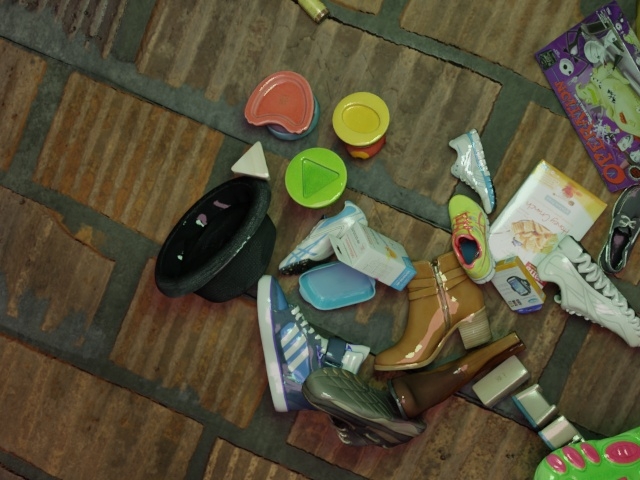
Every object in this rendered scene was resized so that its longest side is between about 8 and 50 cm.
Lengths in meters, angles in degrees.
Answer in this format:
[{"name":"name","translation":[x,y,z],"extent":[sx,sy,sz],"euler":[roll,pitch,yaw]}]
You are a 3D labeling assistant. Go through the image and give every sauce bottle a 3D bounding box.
[{"name":"sauce bottle","translation":[-0.033,-0.546,1.538],"extent":[0.042,0.042,0.128],"euler":[-41,90,8]}]

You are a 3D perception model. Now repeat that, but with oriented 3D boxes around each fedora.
[{"name":"fedora","translation":[-0.208,0.018,1.528],"extent":[0.334,0.334,0.152],"euler":[-36,125,8]}]

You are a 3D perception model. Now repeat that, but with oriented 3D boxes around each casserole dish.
[{"name":"casserole dish","translation":[0.040,0.094,1.546],"extent":[0.188,0.037,0.114],"euler":[-17,117,27]}]

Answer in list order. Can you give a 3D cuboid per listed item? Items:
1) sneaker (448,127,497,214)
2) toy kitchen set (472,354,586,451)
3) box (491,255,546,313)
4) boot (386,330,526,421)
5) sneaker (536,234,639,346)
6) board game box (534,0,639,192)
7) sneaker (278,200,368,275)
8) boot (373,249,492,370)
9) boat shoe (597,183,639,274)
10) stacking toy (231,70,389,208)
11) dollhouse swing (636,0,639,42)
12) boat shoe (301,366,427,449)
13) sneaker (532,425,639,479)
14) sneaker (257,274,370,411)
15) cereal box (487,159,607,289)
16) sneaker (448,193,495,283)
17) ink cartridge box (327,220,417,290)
[{"name":"sneaker","translation":[0.334,-0.144,1.513],"extent":[0.082,0.071,0.191],"euler":[-18,83,15]},{"name":"toy kitchen set","translation":[0.467,0.391,1.532],"extent":[0.122,0.166,0.207],"euler":[-39,52,8]},{"name":"box","translation":[0.429,0.100,1.498],"extent":[0.081,0.028,0.136],"euler":[-22,114,45]},{"name":"boot","translation":[0.295,0.279,1.435],"extent":[0.280,0.264,0.096],"euler":[-31,65,18]},{"name":"sneaker","translation":[0.579,0.125,1.467],"extent":[0.118,0.110,0.292],"euler":[-40,98,15]},{"name":"board game box","translation":[0.597,-0.283,1.399],"extent":[0.056,0.208,0.347],"euler":[-29,90,-21]},{"name":"sneaker","translation":[0.000,0.000,1.562],"extent":[0.237,0.085,0.086],"euler":[-36,62,12]},{"name":"boot","translation":[0.222,0.157,1.521],"extent":[0.283,0.109,0.220],"euler":[-21,90,8]},{"name":"boat shoe","translation":[0.660,-0.023,1.473],"extent":[0.075,0.065,0.206],"euler":[20,96,6]},{"name":"stacking toy","translation":[-0.022,-0.206,1.509],"extent":[0.308,0.130,0.280],"euler":[23,81,15]},{"name":"dollhouse swing","translation":[0.820,-0.434,1.289],"extent":[0.346,0.315,0.305],"euler":[6,51,7]},{"name":"boat shoe","translation":[0.085,0.383,1.469],"extent":[0.355,0.132,0.130],"euler":[31,106,-36]},{"name":"sneaker","translation":[0.671,0.501,1.472],"extent":[0.482,0.202,0.185],"euler":[-2,59,-6]},{"name":"sneaker","translation":[-0.011,0.223,1.559],"extent":[0.236,0.130,0.323],"euler":[-9,89,-1]},{"name":"cereal box","translation":[0.480,-0.032,1.505],"extent":[0.173,0.047,0.240],"euler":[35,98,4]},{"name":"sneaker","translation":[0.318,-0.015,1.475],"extent":[0.081,0.094,0.209],"euler":[-28,60,27]},{"name":"ink cartridge box","translation":[0.112,0.027,1.484],"extent":[0.181,0.104,0.062],"euler":[26,114,-30]}]
